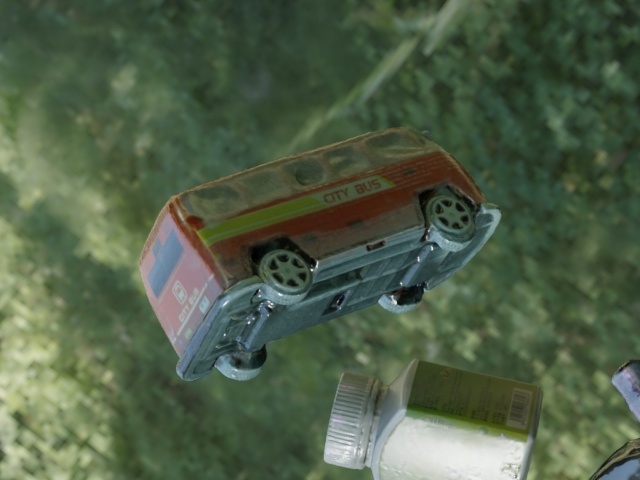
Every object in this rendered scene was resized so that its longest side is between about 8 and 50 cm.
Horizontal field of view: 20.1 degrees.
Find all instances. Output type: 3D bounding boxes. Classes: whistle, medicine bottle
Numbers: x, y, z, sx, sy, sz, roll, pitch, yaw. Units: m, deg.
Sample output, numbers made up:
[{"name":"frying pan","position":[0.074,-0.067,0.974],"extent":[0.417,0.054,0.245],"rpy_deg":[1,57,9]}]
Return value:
[{"name":"whistle","position":[0.275,0.161,1.319],"extent":[0.176,0.033,0.033],"rpy_deg":[53,179,16]},{"name":"medicine bottle","position":[0.104,0.185,1.692],"extent":[0.188,0.088,0.132],"rpy_deg":[12,127,6]}]

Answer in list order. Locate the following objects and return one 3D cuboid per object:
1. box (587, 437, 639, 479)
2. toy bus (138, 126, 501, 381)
[{"name":"box","position":[0.179,0.203,0.841],"extent":[0.212,0.201,0.042],"rpy_deg":[33,-157,-7]},{"name":"toy bus","position":[0.000,0.000,1.292],"extent":[0.120,0.265,0.121],"rpy_deg":[56,143,20]}]
